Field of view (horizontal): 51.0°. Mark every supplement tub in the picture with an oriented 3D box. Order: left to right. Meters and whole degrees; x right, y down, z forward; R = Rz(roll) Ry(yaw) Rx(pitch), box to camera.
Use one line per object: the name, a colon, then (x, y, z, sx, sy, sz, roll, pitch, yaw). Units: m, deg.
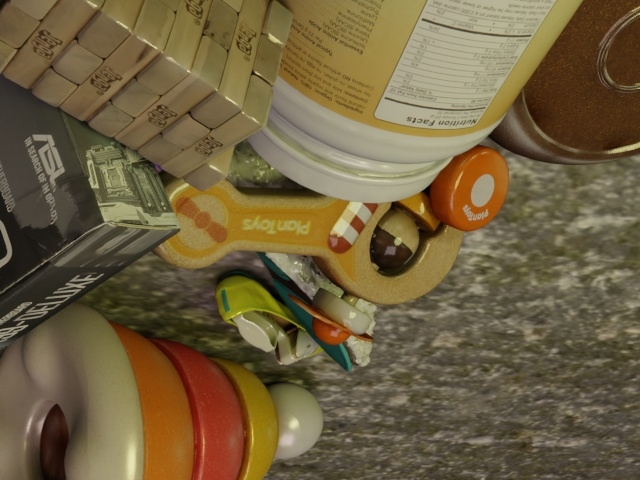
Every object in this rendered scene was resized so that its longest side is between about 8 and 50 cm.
supplement tub: (0.064, -0.198, 0.460, 0.229, 0.228, 0.316, 6, 142, -18)

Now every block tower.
block tower: (-0.162, -0.152, 0.333, 0.336, 0.090, 0.097, 31, 144, -33)

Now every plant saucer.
plant saucer: (0.282, -0.181, 0.600, 0.311, 0.050, 0.310, -7, 135, -7)

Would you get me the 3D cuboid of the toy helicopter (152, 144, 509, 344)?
toy helicopter: (0.000, 0.000, 0.622, 0.355, 0.140, 0.234, 2, 109, -38)

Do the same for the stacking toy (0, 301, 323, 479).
stacking toy: (-0.182, 0.274, 0.940, 0.480, 0.350, 0.351, 11, 136, -47)

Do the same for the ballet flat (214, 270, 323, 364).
ballet flat: (-0.059, 0.125, 0.911, 0.077, 0.077, 0.231, -30, 135, 19)

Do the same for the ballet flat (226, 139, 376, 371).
ballet flat: (-0.003, 0.015, 0.772, 0.147, 0.147, 0.409, -21, 138, 11)

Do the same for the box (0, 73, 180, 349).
box: (-0.260, -0.082, 0.477, 0.243, 0.307, 0.076, -30, 165, 21)

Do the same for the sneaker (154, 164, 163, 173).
sneaker: (-0.158, -0.128, 0.637, 0.071, 0.068, 0.170, -13, 149, -20)
